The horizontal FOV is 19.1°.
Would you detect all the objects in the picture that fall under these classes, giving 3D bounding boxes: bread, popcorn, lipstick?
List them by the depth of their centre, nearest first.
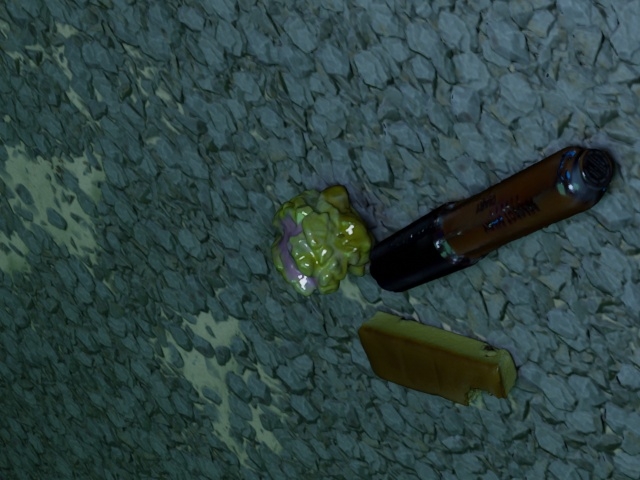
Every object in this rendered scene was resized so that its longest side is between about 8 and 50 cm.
[{"bbox_3d":[0.181,-0.021,2.092,0.077,0.077,0.418,53,148,-5],"label":"lipstick"},{"bbox_3d":[0.000,0.000,2.302,0.145,0.126,0.125,163,84,-86],"label":"popcorn"},{"bbox_3d":[0.148,0.151,2.341,0.226,0.049,0.088,16,135,42],"label":"bread"}]
